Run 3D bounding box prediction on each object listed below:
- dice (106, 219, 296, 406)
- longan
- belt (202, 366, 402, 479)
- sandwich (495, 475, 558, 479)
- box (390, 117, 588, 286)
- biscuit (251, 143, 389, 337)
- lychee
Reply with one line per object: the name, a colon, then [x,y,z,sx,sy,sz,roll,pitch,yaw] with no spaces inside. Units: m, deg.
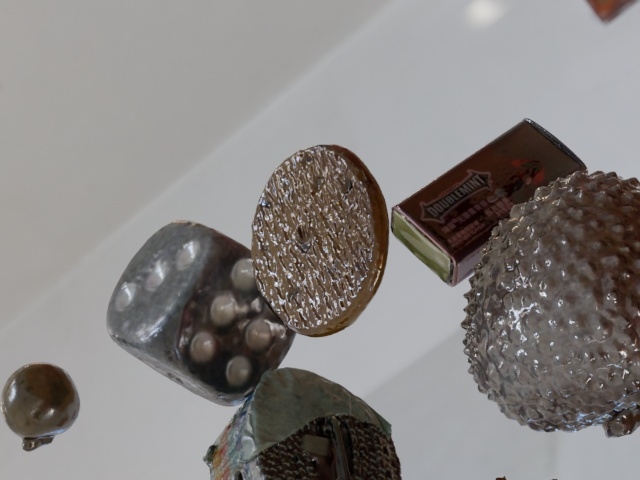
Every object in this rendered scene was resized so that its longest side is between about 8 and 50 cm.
dice: [-0.146,0.092,1.961,0.181,0.182,0.183,37,168,-33]
longan: [-0.366,0.218,2.036,0.106,0.106,0.119,-14,-68,-69]
belt: [-0.018,0.277,1.818,0.207,0.150,0.257,12,-136,-27]
sandwich: [0.218,0.282,1.643,0.029,0.135,0.067,-13,-88,-26]
box: [0.203,-0.047,1.872,0.120,0.224,0.069,45,155,28]
biscuit: [0.000,0.000,1.680,0.036,0.212,0.212,6,-132,-43]
lychee: [0.290,0.071,1.661,0.300,0.300,0.300,44,-159,-22]
